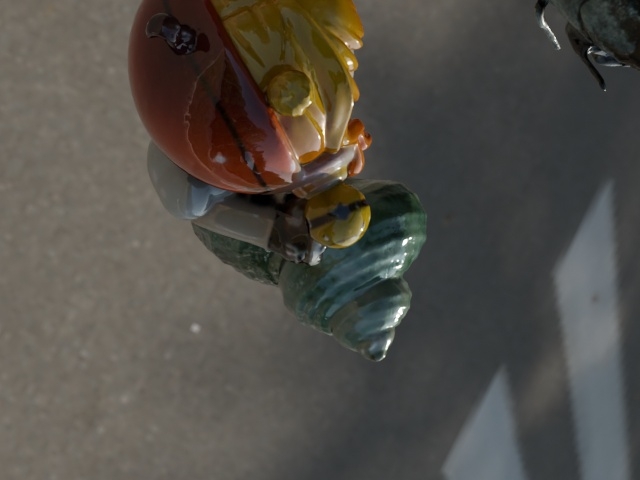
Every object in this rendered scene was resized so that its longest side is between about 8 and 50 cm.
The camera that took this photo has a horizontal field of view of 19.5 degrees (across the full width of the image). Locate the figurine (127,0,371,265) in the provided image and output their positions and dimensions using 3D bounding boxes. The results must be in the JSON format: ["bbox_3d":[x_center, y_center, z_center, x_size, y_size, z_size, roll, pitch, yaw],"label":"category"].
[{"bbox_3d":[-0.068,-0.129,1.606,0.196,0.320,0.323,-23,158,-16],"label":"figurine"}]

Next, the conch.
[{"bbox_3d":[0.000,0.000,1.845,0.220,0.277,0.195,-11,155,-46],"label":"conch"}]

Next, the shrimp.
[{"bbox_3d":[0.272,-0.279,1.860,0.166,0.410,0.221,-33,160,-42],"label":"shrimp"}]
